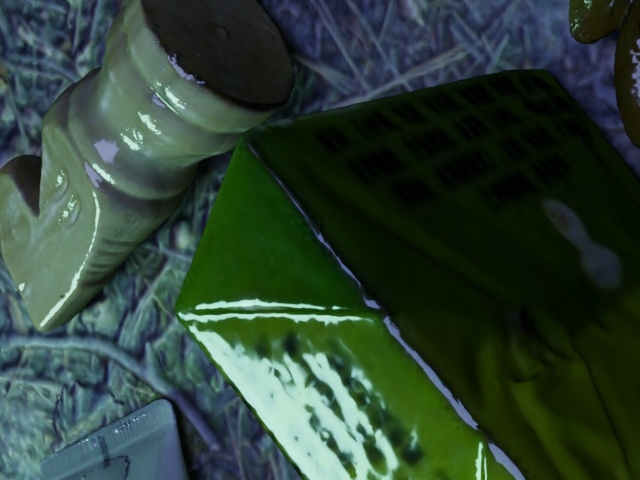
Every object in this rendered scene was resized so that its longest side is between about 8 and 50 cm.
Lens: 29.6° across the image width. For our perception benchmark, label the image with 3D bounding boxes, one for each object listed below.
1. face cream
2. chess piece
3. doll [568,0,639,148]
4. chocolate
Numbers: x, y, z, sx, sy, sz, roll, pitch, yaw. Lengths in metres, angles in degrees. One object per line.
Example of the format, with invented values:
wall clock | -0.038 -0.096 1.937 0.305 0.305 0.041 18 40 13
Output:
face cream | -0.120 0.286 0.895 0.143 0.089 0.314 -29 73 27
chess piece | -0.149 -0.054 0.870 0.301 0.137 0.137 -45 74 34
doll | 0.203 -0.156 0.685 0.137 0.097 0.209 -11 95 22
chocolate | 0.107 0.062 0.643 0.288 0.301 0.137 50 126 15
